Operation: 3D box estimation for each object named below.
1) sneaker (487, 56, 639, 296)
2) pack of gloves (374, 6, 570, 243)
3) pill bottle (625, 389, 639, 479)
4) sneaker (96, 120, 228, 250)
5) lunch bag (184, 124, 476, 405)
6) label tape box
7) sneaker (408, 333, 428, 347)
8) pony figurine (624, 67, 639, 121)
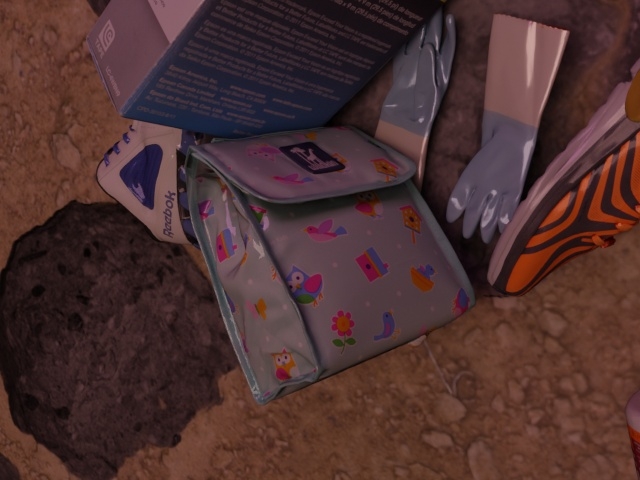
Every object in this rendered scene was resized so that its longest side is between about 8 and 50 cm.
[{"bbox_3d":[0.299,-0.033,0.678,0.180,0.124,0.321,42,119,14],"label":"sneaker"},{"bbox_3d":[0.148,-0.125,0.796,0.195,0.046,0.232,29,118,37],"label":"pack of gloves"},{"bbox_3d":[0.370,0.251,0.715,0.121,0.121,0.221,-10,98,31],"label":"pill bottle"},{"bbox_3d":[-0.197,-0.126,0.927,0.182,0.127,0.316,1,105,26],"label":"sneaker"},{"bbox_3d":[0.000,0.000,0.776,0.160,0.223,0.262,-38,72,52],"label":"lunch bag"},{"bbox_3d":[-0.018,-0.246,0.717,0.347,0.249,0.115,-44,61,29],"label":"label tape box"},{"bbox_3d":[0.094,0.084,0.882,0.083,0.032,0.037,46,103,9],"label":"sneaker"},{"bbox_3d":[0.442,-0.153,0.476,0.363,0.303,0.351,10,131,-7],"label":"pony figurine"}]
